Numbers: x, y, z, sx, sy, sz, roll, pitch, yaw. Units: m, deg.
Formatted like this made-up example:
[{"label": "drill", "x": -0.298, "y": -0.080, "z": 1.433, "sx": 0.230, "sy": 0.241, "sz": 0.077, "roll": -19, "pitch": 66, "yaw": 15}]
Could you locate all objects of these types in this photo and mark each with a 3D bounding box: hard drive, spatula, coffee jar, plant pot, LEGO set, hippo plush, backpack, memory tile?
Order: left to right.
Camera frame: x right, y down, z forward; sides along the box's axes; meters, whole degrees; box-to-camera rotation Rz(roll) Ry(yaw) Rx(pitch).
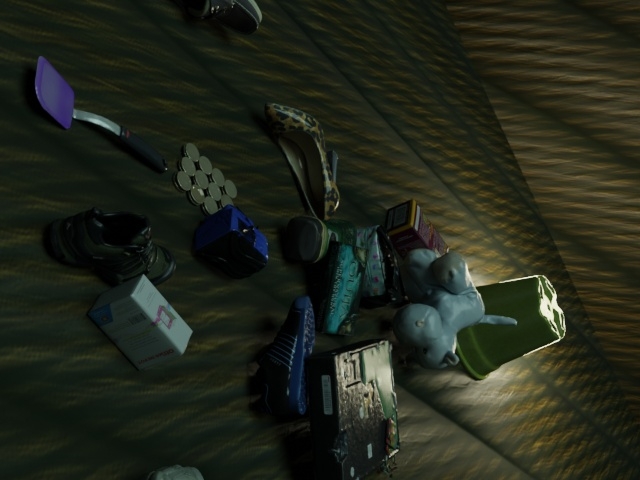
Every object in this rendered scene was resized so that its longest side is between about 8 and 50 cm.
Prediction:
[{"label": "spatula", "x": -0.342, "y": -0.181, "z": 1.357, "sx": 0.296, "sy": 0.030, "sz": 0.084, "roll": 34, "pitch": 45, "yaw": -47}, {"label": "memory tile", "x": -0.207, "y": -0.098, "z": 1.552, "sx": 0.148, "sy": 0.012, "sz": 0.113, "roll": 46, "pitch": 36, "yaw": -37}, {"label": "backpack", "x": -0.147, "y": 0.003, "z": 1.501, "sx": 0.120, "sy": 0.098, "sz": 0.101, "roll": 43, "pitch": 34, "yaw": -37}, {"label": "coffee jar", "x": 0.000, "y": 0.000, "z": 1.762, "sx": 0.184, "sy": 0.079, "sz": 0.096, "roll": 4, "pitch": 95, "yaw": -59}, {"label": "hard drive", "x": 0.067, "y": 0.315, "z": 1.605, "sx": 0.339, "sy": 0.064, "sz": 0.237, "roll": 0, "pitch": 85, "yaw": -68}, {"label": "backpack", "x": 0.116, "y": 0.058, "z": 1.893, "sx": 0.152, "sy": 0.115, "sz": 0.182, "roll": 11, "pitch": 66, "yaw": -80}, {"label": "LEGO set", "x": 0.136, "y": 0.464, "z": 1.765, "sx": 0.083, "sy": 0.023, "sz": 0.054, "roll": 48, "pitch": 35, "yaw": -57}, {"label": "hippo plush", "x": 0.259, "y": 0.188, "z": 2.023, "sx": 0.294, "sy": 0.234, "sz": 0.237, "roll": 49, "pitch": 59, "yaw": -26}, {"label": "plant pot", "x": 0.516, "y": 0.217, "z": 2.335, "sx": 0.276, "sy": 0.253, "sz": 0.276, "roll": 39, "pitch": 40, "yaw": -43}]

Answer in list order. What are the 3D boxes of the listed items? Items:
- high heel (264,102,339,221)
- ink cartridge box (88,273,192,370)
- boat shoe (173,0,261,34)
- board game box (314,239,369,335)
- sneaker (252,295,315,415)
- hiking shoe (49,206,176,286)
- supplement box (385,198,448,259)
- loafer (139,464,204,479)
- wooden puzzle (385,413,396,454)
[{"label": "high heel", "x": -0.040, "y": -0.163, "z": 1.809, "sx": 0.261, "sy": 0.093, "sz": 0.186, "roll": 40, "pitch": 44, "yaw": -43}, {"label": "ink cartridge box", "x": -0.259, "y": 0.120, "z": 1.236, "sx": 0.122, "sy": 0.088, "sz": 0.052, "roll": 55, "pitch": 28, "yaw": -24}, {"label": "boat shoe", "x": -0.232, "y": -0.478, "z": 1.681, "sx": 0.285, "sy": 0.102, "sz": 0.092, "roll": 32, "pitch": 51, "yaw": -43}, {"label": "board game box", "x": 0.045, "y": 0.100, "z": 1.757, "sx": 0.126, "sy": 0.026, "sz": 0.186, "roll": 14, "pitch": 87, "yaw": -56}, {"label": "sneaker", "x": -0.064, "y": 0.199, "z": 1.507, "sx": 0.081, "sy": 0.090, "sz": 0.232, "roll": 72, "pitch": 20, "yaw": -49}, {"label": "hiking shoe", "x": -0.277, "y": 0.013, "z": 1.250, "sx": 0.226, "sy": 0.114, "sz": 0.086, "roll": 23, "pitch": 53, "yaw": -53}, {"label": "supplement box", "x": 0.249, "y": 0.001, "z": 2.199, "sx": 0.188, "sy": 0.080, "sz": 0.104, "roll": 51, "pitch": 33, "yaw": -29}, {"label": "loafer", "x": -0.164, "y": 0.461, "z": 1.149, "sx": 0.111, "sy": 0.112, "sz": 0.320, "roll": 3, "pitch": 68, "yaw": -50}, {"label": "wooden puzzle", "x": 0.139, "y": 0.381, "z": 1.680, "sx": 0.049, "sy": 0.006, "sz": 0.083, "roll": 52, "pitch": 38, "yaw": -54}]
